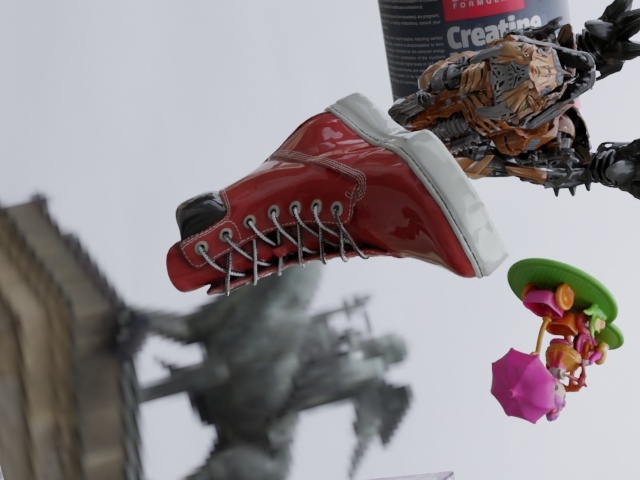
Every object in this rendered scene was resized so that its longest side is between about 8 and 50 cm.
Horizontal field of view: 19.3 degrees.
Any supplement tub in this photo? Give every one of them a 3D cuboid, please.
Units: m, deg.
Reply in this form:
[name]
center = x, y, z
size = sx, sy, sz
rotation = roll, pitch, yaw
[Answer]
[supplement tub]
center = 0.156, -0.223, 1.897
size = 0.191, 0.191, 0.272
rotation = 23, -55, 63

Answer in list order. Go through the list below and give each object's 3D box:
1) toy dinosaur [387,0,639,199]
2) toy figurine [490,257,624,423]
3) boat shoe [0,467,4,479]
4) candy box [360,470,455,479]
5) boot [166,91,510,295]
[toy dinosaur]
center = 0.147, -0.111, 1.488
size = 0.322, 0.218, 0.164
rotation = -143, -130, -68
[toy figurine]
center = 0.249, 0.132, 2.059
size = 0.130, 0.159, 0.173
rotation = 0, -36, 43
[boat shoe]
center = -0.307, 0.252, 1.612
size = 0.091, 0.109, 0.305
rotation = 44, -31, 26
[candy box]
center = 0.003, 0.196, 1.208
size = 0.233, 0.159, 0.071
rotation = 16, 67, -81
[boot]
center = 0.000, 0.000, 1.168
size = 0.088, 0.176, 0.244
rotation = 63, -12, -25
